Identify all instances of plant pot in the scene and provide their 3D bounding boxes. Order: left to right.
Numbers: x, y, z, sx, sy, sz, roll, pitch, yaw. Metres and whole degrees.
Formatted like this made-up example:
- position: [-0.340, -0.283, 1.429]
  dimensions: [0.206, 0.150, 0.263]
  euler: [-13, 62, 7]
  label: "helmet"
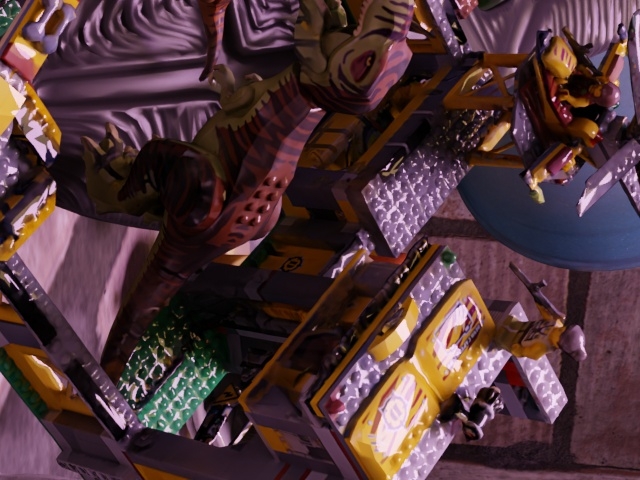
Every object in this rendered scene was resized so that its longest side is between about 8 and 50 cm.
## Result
- position: [0.196, -0.154, 1.132]
  dimensions: [0.255, 0.272, 0.271]
  euler: [56, 37, -56]
  label: "plant pot"

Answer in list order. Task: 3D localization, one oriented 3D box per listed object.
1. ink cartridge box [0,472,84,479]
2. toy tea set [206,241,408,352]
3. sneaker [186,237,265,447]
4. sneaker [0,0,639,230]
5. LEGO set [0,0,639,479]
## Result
- position: [-0.097, 0.168, 0.531]
  dimensions: [0.218, 0.158, 0.092]
  euler: [-64, 156, -70]
  label: "ink cartridge box"
- position: [0.000, 0.000, 0.950]
  dimensions: [0.336, 0.124, 0.200]
  euler: [2, 97, -61]
  label: "toy tea set"
- position: [-0.044, 0.126, 1.165]
  dimensions: [0.292, 0.108, 0.169]
  euler: [72, 23, -45]
  label: "sneaker"
- position: [-0.039, -0.118, 0.793]
  dimensions: [0.447, 0.257, 0.169]
  euler: [-24, 111, -42]
  label: "sneaker"
- position: [0.011, -0.038, 0.529]
  dimensions: [0.331, 0.192, 0.255]
  euler: [-42, 123, -35]
  label: "LEGO set"
